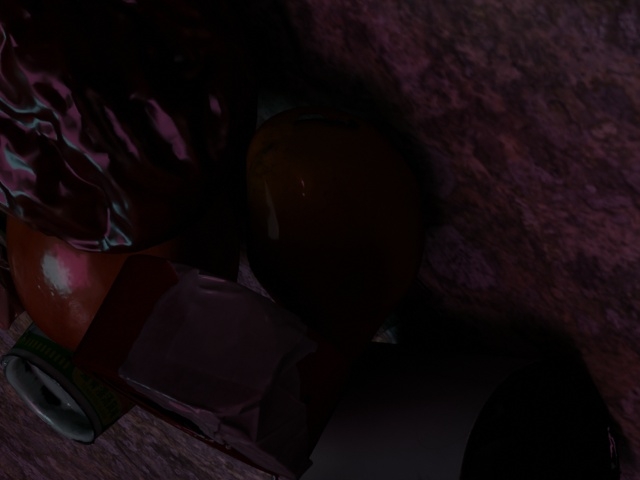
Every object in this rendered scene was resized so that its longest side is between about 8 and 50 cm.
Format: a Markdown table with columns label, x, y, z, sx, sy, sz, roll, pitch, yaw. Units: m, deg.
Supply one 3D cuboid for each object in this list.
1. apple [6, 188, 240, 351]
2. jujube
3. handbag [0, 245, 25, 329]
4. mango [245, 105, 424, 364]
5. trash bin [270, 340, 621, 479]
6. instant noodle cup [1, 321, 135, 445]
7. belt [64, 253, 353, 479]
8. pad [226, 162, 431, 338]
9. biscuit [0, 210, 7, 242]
| label | x | y | z | sx | sy | sz | roll | pitch | yaw |
| --- | --- | --- | --- | --- | --- | --- | --- | --- | --- |
| apple | -0.201 | 0.003 | 1.321 | 0.242 | 0.242 | 0.241 | 32 | 148 | 19 |
| jujube | -0.222 | -0.171 | 1.089 | 0.377 | 0.276 | 0.276 | 49 | 150 | -16 |
| handbag | -0.541 | 0.033 | 1.950 | 0.212 | 0.059 | 0.157 | 35 | 151 | 12 |
| mango | 0.008 | -0.018 | 1.106 | 0.136 | 0.166 | 0.236 | 36 | 166 | 38 |
| trash bin | 0.114 | 0.212 | 1.219 | 0.262 | 0.217 | 0.277 | 0 | 122 | 50 |
| instant noodle cup | -0.243 | 0.108 | 1.506 | 0.207 | 0.233 | 0.207 | 30 | 147 | 22 |
| belt | -0.096 | 0.111 | 1.101 | 0.227 | 0.115 | 0.324 | 28 | 167 | -5 |
| pad | 0.000 | 0.000 | 1.303 | 0.235 | 0.003 | 0.158 | 44 | 151 | -1 |
| biscuit | -0.402 | -0.027 | 1.636 | 0.322 | 0.038 | 0.099 | 46 | 159 | 34 |
